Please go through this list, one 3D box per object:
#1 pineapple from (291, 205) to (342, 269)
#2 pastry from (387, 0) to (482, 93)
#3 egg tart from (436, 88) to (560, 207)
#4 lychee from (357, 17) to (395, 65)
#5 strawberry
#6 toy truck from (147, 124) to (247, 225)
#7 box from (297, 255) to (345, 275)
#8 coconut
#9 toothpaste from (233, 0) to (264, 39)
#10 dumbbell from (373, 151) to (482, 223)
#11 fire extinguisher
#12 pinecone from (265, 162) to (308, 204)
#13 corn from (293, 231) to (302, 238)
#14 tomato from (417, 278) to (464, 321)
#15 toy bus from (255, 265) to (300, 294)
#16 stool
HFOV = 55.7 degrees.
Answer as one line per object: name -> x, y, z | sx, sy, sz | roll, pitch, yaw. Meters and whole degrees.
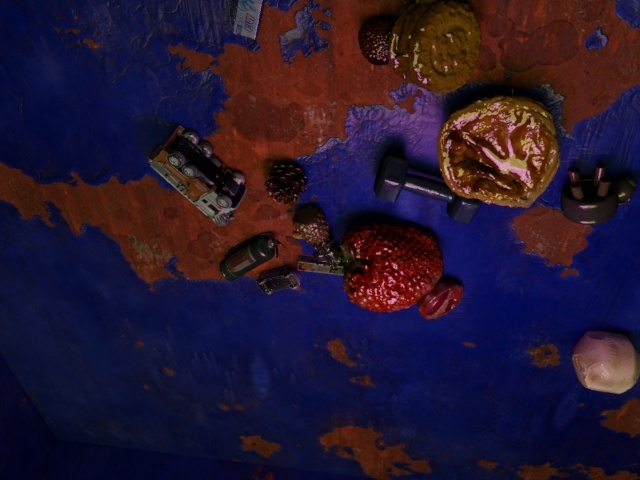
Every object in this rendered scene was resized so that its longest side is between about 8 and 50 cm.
pineapple -> 0.000, 0.000, 2.081 | 0.125, 0.125, 0.251 | -16, 129, 24
pastry -> 0.296, -0.488, 1.502 | 0.240, 0.132, 0.235 | 7, 117, -40
egg tart -> 0.499, -0.267, 1.701 | 0.352, 0.153, 0.339 | 3, 124, 1
lychee -> 0.158, -0.516, 1.566 | 0.129, 0.123, 0.123 | 38, 129, -12
strawberry -> 0.241, 0.089, 2.018 | 0.352, 0.311, 0.267 | -6, 155, -8
toy truck -> -0.391, -0.195, 1.971 | 0.184, 0.132, 0.338 | -24, 122, 42
box -> 0.020, 0.095, 2.219 | 0.207, 0.041, 0.049 | 6, 131, 5
coconut -> 1.039, 0.449, 2.232 | 0.231, 0.227, 0.227 | 7, 134, 3
toothpaste -> -0.168, -0.652, 1.544 | 0.066, 0.053, 0.272 | 16, 133, -4
dumbbell -> 0.328, -0.161, 1.846 | 0.325, 0.160, 0.144 | 17, 105, -4
fire extinguisher -> -0.243, 0.051, 2.195 | 0.294, 0.118, 0.093 | -29, 156, 32
pinecone -> -0.109, -0.175, 1.937 | 0.140, 0.120, 0.140 | 7, 142, 5
corn -> -0.055, -0.017, 2.136 | 0.083, 0.028, 0.027 | 0, 112, 12
tomato -> 0.425, 0.202, 2.208 | 0.189, 0.099, 0.173 | -3, 130, -42
toy bus -> -0.155, 0.144, 2.277 | 0.168, 0.076, 0.073 | -13, 128, 25
stool -> 0.804, -0.149, 1.778 | 0.228, 0.153, 0.139 | -32, 128, -17
